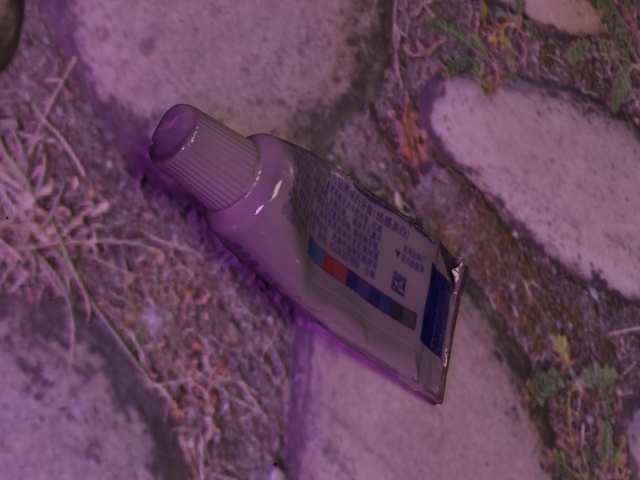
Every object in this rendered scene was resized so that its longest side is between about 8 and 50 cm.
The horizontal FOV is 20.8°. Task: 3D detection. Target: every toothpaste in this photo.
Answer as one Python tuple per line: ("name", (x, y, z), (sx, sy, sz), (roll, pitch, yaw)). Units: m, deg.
("toothpaste", (0.001, -0.002, 1.112), (0.282, 0.068, 0.099), (36, 84, -39))
